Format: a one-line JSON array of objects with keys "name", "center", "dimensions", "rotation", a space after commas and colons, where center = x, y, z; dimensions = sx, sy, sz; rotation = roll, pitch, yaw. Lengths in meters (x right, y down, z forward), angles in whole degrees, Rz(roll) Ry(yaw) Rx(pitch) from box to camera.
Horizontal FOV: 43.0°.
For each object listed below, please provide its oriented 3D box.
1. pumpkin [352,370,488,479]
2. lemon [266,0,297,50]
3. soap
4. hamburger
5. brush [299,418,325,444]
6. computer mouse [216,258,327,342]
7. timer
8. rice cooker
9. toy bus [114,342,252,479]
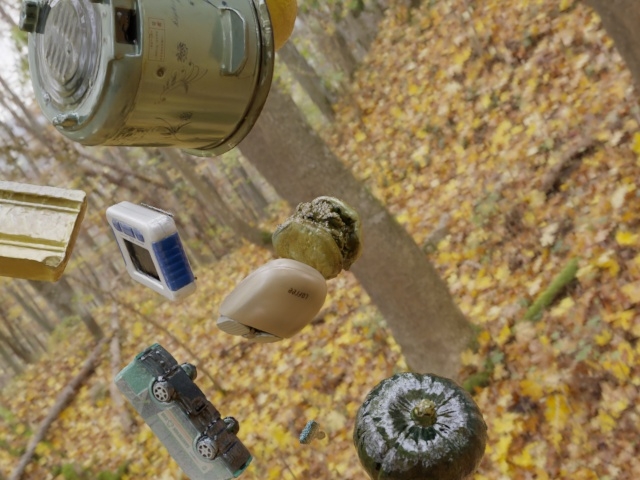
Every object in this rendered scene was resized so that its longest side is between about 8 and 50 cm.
[{"name": "pumpkin", "center": [0.154, 0.300, 1.265], "dimensions": [0.212, 0.152, 0.211], "rotation": [-9, 47, 9]}, {"name": "lemon", "center": [-0.130, -0.416, 1.470], "dimensions": [0.178, 0.178, 0.203], "rotation": [-37, 0, -22]}, {"name": "soap", "center": [-0.349, -0.021, 0.750], "dimensions": [0.252, 0.037, 0.092], "rotation": [9, 51, -1]}, {"name": "hamburger", "center": [0.000, 0.000, 1.551], "dimensions": [0.185, 0.159, 0.131], "rotation": [-30, 10, 49]}, {"name": "brush", "center": [-0.014, 0.510, 2.143], "dimensions": [0.070, 0.021, 0.196], "rotation": [-60, -20, -8]}, {"name": "computer mouse", "center": [-0.088, 0.118, 1.454], "dimensions": [0.236, 0.145, 0.081], "rotation": [-40, 37, 41]}, {"name": "timer", "center": [-0.341, 0.015, 1.657], "dimensions": [0.078, 0.178, 0.253], "rotation": [-29, 26, -27]}, {"name": "rice cooker", "center": [-0.206, -0.242, 1.048], "dimensions": [0.317, 0.264, 0.316], "rotation": [-5, -1, 0]}, {"name": "toy bus", "center": [-0.229, 0.297, 1.369], "dimensions": [0.109, 0.261, 0.091], "rotation": [-39, -3, 25]}]
